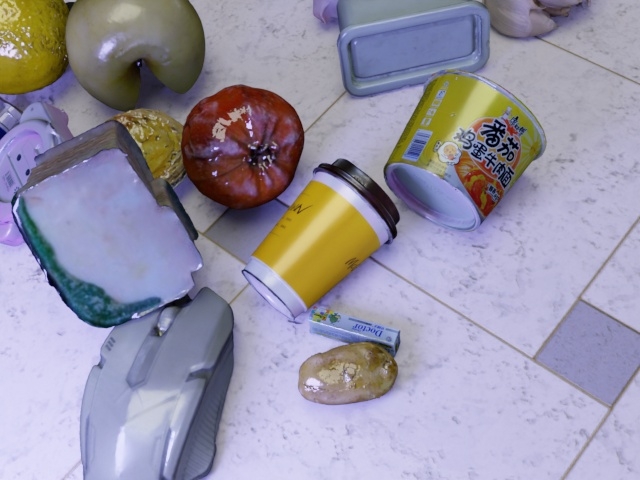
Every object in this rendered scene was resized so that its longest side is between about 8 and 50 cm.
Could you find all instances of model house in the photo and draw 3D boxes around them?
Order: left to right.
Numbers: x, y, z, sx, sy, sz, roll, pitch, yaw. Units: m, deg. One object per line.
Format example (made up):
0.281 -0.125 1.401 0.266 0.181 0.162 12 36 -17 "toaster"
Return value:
-0.367 -0.045 1.638 0.243 0.298 0.284 -25 26 3 "model house"

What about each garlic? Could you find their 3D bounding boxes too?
0.490 -0.561 1.959 0.281 0.184 0.203 -40 77 -19 "garlic"

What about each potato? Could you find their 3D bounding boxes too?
0.046 0.224 1.560 0.170 0.080 0.107 -8 43 4 "potato"

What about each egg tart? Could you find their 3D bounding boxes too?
-0.365 -0.159 1.857 0.234 0.094 0.234 -3 59 4 "egg tart"

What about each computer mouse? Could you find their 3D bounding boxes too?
-0.277 0.248 1.547 0.228 0.145 0.429 5 56 13 "computer mouse"

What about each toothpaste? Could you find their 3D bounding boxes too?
-0.728 -0.174 1.944 0.096 0.061 0.266 27 70 22 "toothpaste"
0.058 0.160 1.620 0.164 0.046 0.034 14 56 17 "toothpaste"

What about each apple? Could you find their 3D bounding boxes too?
-0.386 -0.418 1.937 0.292 0.292 0.254 -17 52 -4 "apple"

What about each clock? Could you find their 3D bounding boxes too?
-0.572 -0.127 1.821 0.248 0.090 0.227 -44 56 14 "clock"

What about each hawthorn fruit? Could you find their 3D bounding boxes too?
-0.167 -0.192 1.787 0.242 0.242 0.272 -32 31 -14 "hawthorn fruit"

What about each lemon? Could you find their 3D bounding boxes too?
-0.677 -0.441 1.989 0.310 0.258 0.258 6 58 9 "lemon"

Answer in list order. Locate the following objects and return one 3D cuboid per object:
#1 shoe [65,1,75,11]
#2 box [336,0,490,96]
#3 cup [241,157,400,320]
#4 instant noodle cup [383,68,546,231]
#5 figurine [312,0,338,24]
-0.524 -0.503 2.121 0.179 0.071 0.049 6 62 7 "shoe"
0.181 -0.444 1.936 0.312 0.175 0.182 -11 48 0 "box"
0.000 0.000 1.657 0.196 0.196 0.279 37 75 26 "cup"
0.253 -0.152 1.689 0.264 0.264 0.200 27 72 22 "instant noodle cup"
0.107 -0.568 2.036 0.276 0.200 0.133 -16 95 3 "figurine"
